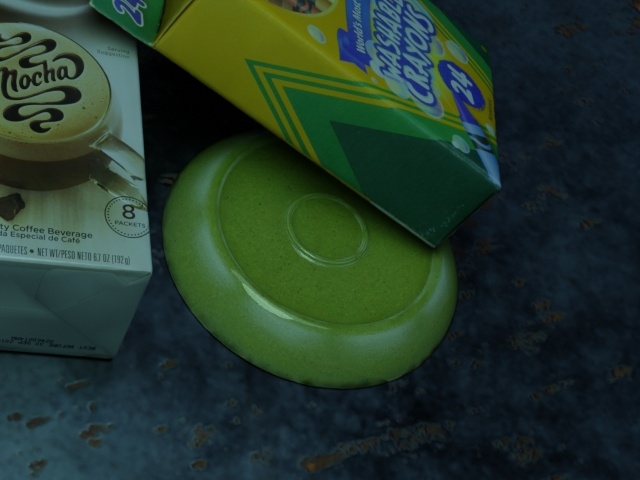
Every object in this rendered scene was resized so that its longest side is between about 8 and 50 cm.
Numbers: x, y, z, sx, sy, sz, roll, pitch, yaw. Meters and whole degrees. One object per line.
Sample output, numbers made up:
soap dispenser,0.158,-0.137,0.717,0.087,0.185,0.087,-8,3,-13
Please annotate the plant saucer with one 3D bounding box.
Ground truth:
plant saucer,0.000,0.000,1.298,0.241,0.037,0.241,11,53,-15

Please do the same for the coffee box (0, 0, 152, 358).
coffee box,-0.219,-0.077,1.206,0.168,0.119,0.297,5,54,-19

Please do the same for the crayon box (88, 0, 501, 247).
crayon box,-0.008,-0.159,1.289,0.323,0.083,0.203,34,32,-21
